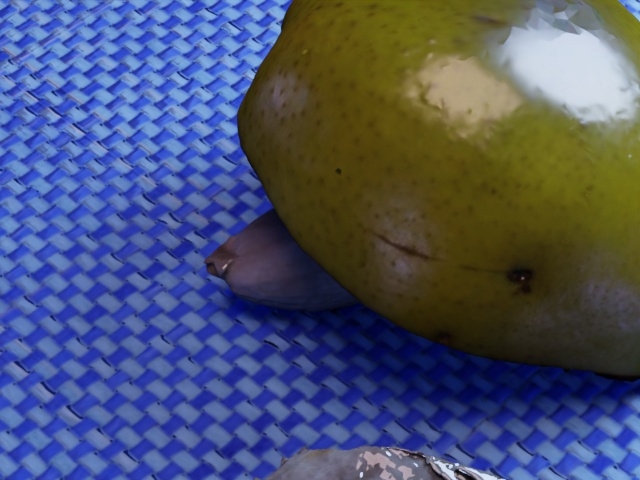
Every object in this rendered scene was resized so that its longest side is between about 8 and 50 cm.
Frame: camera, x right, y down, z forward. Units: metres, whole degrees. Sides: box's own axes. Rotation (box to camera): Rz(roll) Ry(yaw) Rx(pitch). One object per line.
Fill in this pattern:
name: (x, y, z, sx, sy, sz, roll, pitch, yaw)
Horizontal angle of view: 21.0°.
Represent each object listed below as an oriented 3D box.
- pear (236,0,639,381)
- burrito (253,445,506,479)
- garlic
pear: (0.143, -0.088, 1.273, 0.386, 0.191, 0.340, 27, 41, 3)
burrito: (-0.013, 0.231, 1.118, 0.348, 0.107, 0.175, -33, 68, -24)
garlic: (0.014, 0.001, 1.345, 0.196, 0.087, 0.101, -33, 40, -25)
